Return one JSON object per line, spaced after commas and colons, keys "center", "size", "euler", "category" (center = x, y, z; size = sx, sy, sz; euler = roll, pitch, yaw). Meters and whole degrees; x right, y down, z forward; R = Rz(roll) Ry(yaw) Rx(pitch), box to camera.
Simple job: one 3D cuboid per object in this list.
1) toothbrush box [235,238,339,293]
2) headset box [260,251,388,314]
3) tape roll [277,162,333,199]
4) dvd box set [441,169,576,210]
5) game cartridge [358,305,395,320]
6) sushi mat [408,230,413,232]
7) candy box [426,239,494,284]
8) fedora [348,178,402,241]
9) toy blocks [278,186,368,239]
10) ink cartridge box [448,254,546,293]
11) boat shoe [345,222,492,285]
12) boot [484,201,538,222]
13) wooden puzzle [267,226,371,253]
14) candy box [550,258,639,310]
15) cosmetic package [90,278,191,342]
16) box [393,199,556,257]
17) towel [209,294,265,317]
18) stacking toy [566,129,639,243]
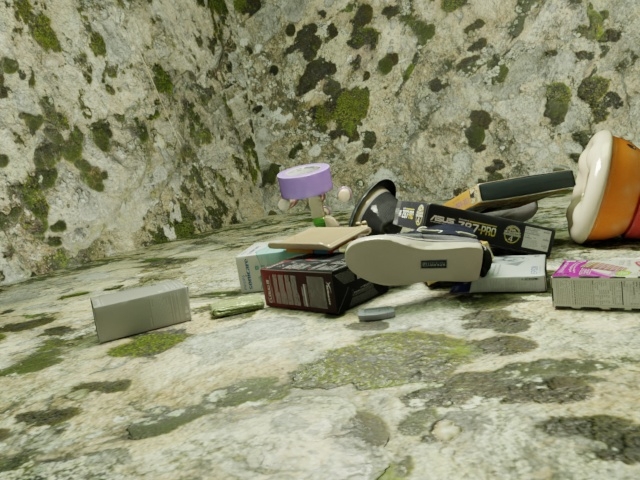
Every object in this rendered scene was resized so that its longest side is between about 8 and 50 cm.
{"center": [-0.095, 0.069, 1.685], "size": [0.295, 0.126, 0.216], "euler": [-6, 10, 10], "category": "toothbrush box"}
{"center": [-0.001, 0.104, 1.409], "size": [0.293, 0.110, 0.218], "euler": [0, 11, 43], "category": "headset box"}
{"center": [-0.054, -0.211, 1.860], "size": [0.189, 0.080, 0.189], "euler": [-11, 19, 4], "category": "tape roll"}
{"center": [0.616, -0.147, 1.787], "size": [0.307, 0.062, 0.420], "euler": [-9, -5, -4], "category": "dvd box set"}
{"center": [0.127, 0.166, 1.191], "size": [0.083, 0.017, 0.056], "euler": [-8, 5, 6], "category": "game cartridge"}
{"center": [0.427, -0.061, 2.054], "size": [0.316, 0.019, 0.151], "euler": [-24, -5, -16], "category": "sushi mat"}
{"center": [0.355, 0.056, 1.408], "size": [0.186, 0.053, 0.109], "euler": [-24, 3, 2], "category": "candy box"}
{"center": [0.267, -0.100, 2.229], "size": [0.152, 0.334, 0.334], "euler": [31, 28, 26], "category": "fedora"}
{"center": [0.025, -0.073, 1.975], "size": [0.309, 0.289, 0.260], "euler": [-10, 13, 9], "category": "toy blocks"}
{"center": [0.452, 0.082, 1.328], "size": [0.224, 0.045, 0.223], "euler": [-5, 9, 24], "category": "ink cartridge box"}
{"center": [0.233, 0.026, 1.293], "size": [0.340, 0.127, 0.158], "euler": [5, 23, 4], "category": "boat shoe"}
{"center": [0.681, -0.077, 2.051], "size": [0.338, 0.118, 0.222], "euler": [-17, 7, 22], "category": "boot"}
{"center": [0.000, 0.000, 1.544], "size": [0.221, 0.044, 0.238], "euler": [1, 13, 38], "category": "wooden puzzle"}
{"center": [0.605, 0.086, 1.060], "size": [0.233, 0.071, 0.159], "euler": [-2, 10, 35], "category": "candy box"}
{"center": [-0.475, 0.182, 1.390], "size": [0.238, 0.107, 0.127], "euler": [-9, 10, -28], "category": "cosmetic package"}
{"center": [0.456, -0.042, 1.618], "size": [0.394, 0.097, 0.318], "euler": [11, 3, -7], "category": "box"}
{"center": [-0.229, 0.176, 1.436], "size": [0.148, 0.027, 0.110], "euler": [-10, 8, -14], "category": "towel"}
{"center": [1.009, -0.121, 1.544], "size": [0.479, 0.351, 0.350], "euler": [12, 14, 17], "category": "stacking toy"}
